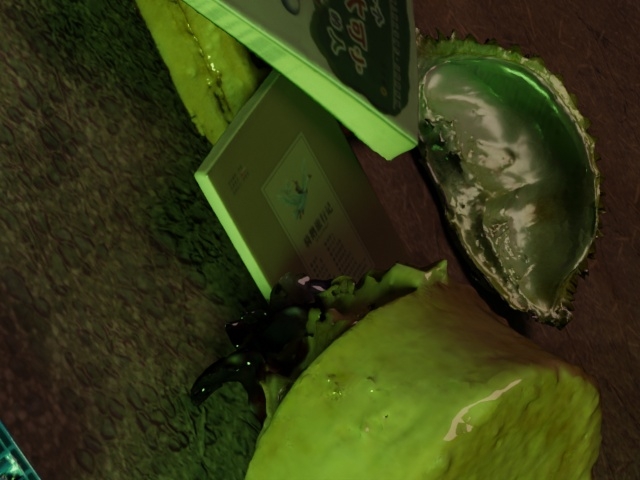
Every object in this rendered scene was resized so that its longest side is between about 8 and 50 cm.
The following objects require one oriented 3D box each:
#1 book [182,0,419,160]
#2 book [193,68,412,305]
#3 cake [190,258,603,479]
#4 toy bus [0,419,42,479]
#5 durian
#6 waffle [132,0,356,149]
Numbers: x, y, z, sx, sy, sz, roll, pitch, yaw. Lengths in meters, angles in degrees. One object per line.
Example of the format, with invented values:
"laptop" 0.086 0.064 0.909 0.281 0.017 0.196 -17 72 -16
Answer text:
"book" -0.036 -0.267 1.677 0.371 0.043 0.260 33 43 -37
"book" 0.000 0.000 1.676 0.310 0.021 0.217 61 39 -25
"cake" 0.033 0.167 1.487 0.321 0.332 0.332 33 14 36
"toy bus" -0.245 0.186 1.203 0.185 0.090 0.106 56 29 -4
"durian" 0.228 -0.082 2.055 0.198 0.163 0.394 0 70 -52
"waffle" -0.040 -0.204 1.826 0.327 0.098 0.224 -15 78 -57
